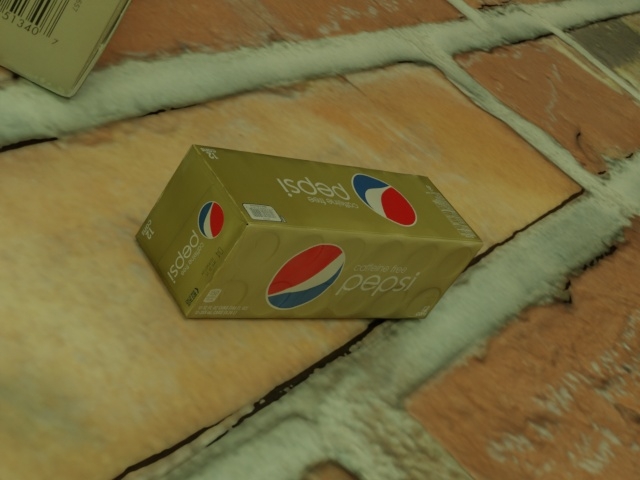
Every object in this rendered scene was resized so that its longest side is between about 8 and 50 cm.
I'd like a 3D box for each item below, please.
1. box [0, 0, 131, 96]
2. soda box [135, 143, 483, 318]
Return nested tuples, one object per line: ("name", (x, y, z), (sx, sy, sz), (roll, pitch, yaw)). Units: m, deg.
("box", (-0.156, -0.200, 0.745), (0.113, 0.094, 0.275), (27, 28, -18))
("soda box", (0.000, 0.000, 0.639), (0.181, 0.061, 0.058), (5, 39, -47))
